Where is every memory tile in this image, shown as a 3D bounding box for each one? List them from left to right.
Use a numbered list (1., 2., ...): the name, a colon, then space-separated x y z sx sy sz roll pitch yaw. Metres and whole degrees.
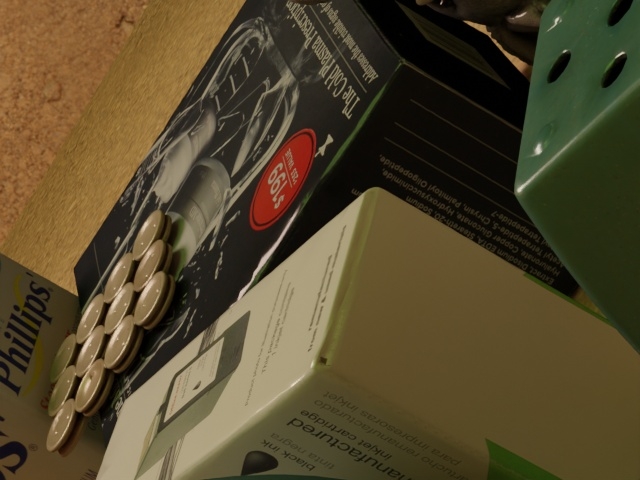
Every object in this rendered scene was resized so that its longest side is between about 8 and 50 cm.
1. memory tile: -0.134 0.059 1.231 0.148 0.012 0.113 -53 23 22

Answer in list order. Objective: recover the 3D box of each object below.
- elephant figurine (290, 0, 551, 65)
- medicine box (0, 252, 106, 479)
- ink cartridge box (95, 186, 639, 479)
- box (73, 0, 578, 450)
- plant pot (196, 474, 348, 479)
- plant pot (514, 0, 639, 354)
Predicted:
1. elephant figurine: 0.124 -0.174 1.091 0.239 0.186 0.169 -14 42 39
2. medicine box: -0.210 0.190 1.406 0.263 0.289 0.149 -51 18 29
3. ink cartridge box: 0.025 0.117 0.987 0.273 0.198 0.115 -41 25 49
4. box: 0.000 0.000 1.263 0.312 0.179 0.343 -57 21 13
5. plant pot: 0.005 0.217 0.818 0.195 0.290 0.290 -25 -10 -40
6. plant pot: 0.192 -0.017 0.650 0.165 0.234 0.166 -45 22 41
